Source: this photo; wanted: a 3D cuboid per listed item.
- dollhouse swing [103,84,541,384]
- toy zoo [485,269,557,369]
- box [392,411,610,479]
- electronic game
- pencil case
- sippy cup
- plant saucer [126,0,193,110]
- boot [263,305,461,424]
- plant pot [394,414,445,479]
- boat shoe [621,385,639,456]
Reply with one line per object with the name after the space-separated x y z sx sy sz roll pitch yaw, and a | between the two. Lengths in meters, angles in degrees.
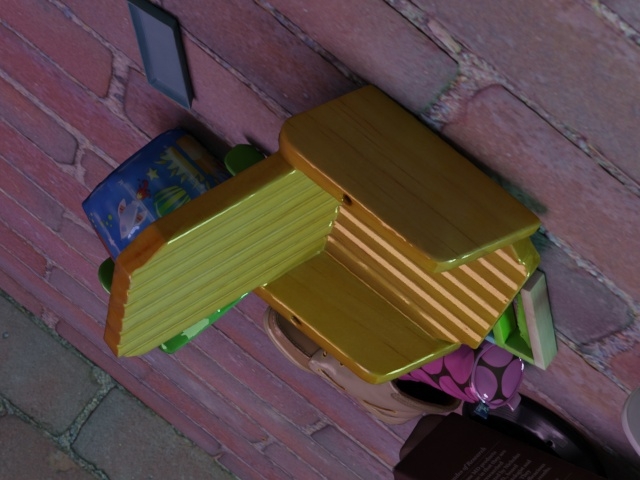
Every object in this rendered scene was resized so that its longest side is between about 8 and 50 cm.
-0.006 0.064 1.728 0.315 0.305 0.347 39 154 8 | dollhouse swing
0.133 0.029 1.892 0.293 0.030 0.192 29 159 26 | toy zoo
0.285 0.382 2.090 0.381 0.143 0.191 21 138 41 | box
0.282 0.280 2.181 0.229 0.048 0.229 34 154 19 | electronic game
0.157 0.152 2.051 0.098 0.095 0.209 47 162 -32 | pencil case
-0.173 -0.013 2.099 0.224 0.305 0.240 51 -170 -3 | sippy cup
-0.183 -0.217 1.923 0.067 0.018 0.192 33 160 15 | plant saucer
0.056 0.154 2.234 0.262 0.095 0.203 39 162 -8 | boot
0.196 0.460 2.416 0.323 0.280 0.323 35 162 13 | plant pot
0.441 0.258 1.755 0.301 0.108 0.102 31 160 0 | boat shoe
